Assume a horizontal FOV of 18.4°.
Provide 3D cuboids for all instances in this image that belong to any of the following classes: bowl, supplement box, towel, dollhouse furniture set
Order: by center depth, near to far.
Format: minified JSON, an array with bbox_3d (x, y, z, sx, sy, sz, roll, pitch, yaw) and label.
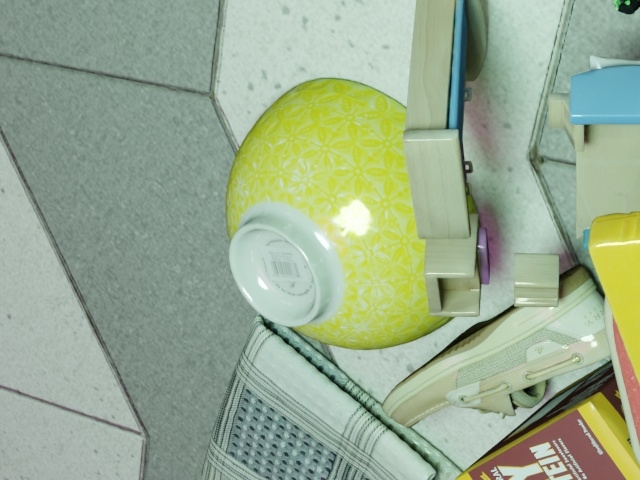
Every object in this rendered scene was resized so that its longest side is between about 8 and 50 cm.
[{"bbox_3d":[0.239,-0.091,1.759,0.303,0.198,0.286,0,143,10],"label":"dollhouse furniture set"},{"bbox_3d":[0.266,0.195,1.812,0.191,0.194,0.129,-38,86,43],"label":"supplement box"},{"bbox_3d":[0.000,0.000,1.975,0.289,0.156,0.289,24,131,31],"label":"bowl"},{"bbox_3d":[0.009,0.277,2.231,0.324,0.056,0.312,38,136,16],"label":"towel"}]

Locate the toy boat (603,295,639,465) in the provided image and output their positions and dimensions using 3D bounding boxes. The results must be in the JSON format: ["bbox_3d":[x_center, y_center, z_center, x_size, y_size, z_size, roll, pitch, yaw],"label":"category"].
[{"bbox_3d":[0.334,0.097,1.635,0.151,0.151,0.231,-6,100,62],"label":"toy boat"}]

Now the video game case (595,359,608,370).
[{"bbox_3d":[0.292,0.183,1.937,0.087,0.011,0.122,36,136,21],"label":"video game case"}]

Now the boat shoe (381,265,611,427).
[{"bbox_3d":[0.175,0.130,1.941,0.302,0.109,0.098,-36,89,43],"label":"boat shoe"}]

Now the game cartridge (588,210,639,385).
[{"bbox_3d":[0.395,0.072,1.480,0.324,0.052,0.285,-9,125,24],"label":"game cartridge"}]

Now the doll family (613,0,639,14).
[{"bbox_3d":[0.237,-0.244,1.657,0.193,0.076,0.111,30,138,32],"label":"doll family"}]
